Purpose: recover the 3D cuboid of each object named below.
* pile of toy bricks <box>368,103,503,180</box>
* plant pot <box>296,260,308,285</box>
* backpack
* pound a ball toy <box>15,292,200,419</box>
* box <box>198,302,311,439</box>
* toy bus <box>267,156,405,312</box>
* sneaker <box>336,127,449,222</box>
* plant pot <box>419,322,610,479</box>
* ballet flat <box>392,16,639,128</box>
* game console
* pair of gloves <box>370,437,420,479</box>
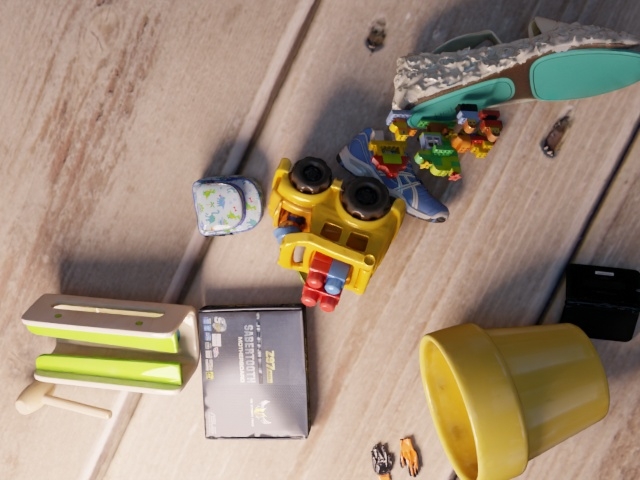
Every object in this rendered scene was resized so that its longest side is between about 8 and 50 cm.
[{"bbox_3d":[0.193,-0.142,1.361,0.212,0.118,0.105,0,65,-16],"label":"pile of toy bricks"},{"bbox_3d":[0.006,0.055,1.462,0.079,0.083,0.083,-27,92,-4],"label":"plant pot"},{"bbox_3d":[-0.155,-0.059,1.459,0.114,0.084,0.105,-6,97,4],"label":"backpack"},{"bbox_3d":[-0.373,0.200,1.495,0.319,0.135,0.208,3,116,13],"label":"pound a ball toy"},{"bbox_3d":[-0.112,0.227,1.496,0.184,0.059,0.232,-1,95,6],"label":"box"},{"bbox_3d":[0.000,0.000,1.375,0.220,0.149,0.211,22,63,5],"label":"toy bus"},{"bbox_3d":[0.130,-0.104,1.425,0.211,0.080,0.081,36,100,1],"label":"sneaker"},{"bbox_3d":[0.311,0.238,1.370,0.239,0.254,0.254,-16,94,-8],"label":"plant pot"},{"bbox_3d":[0.308,-0.288,1.368,0.409,0.147,0.147,-11,95,6],"label":"ballet flat"},{"bbox_3d":[0.467,0.104,1.444,0.122,0.071,0.107,6,66,5],"label":"game console"},{"bbox_3d":[0.131,0.386,1.510,0.083,0.010,0.074,-14,95,10],"label":"pair of gloves"}]
